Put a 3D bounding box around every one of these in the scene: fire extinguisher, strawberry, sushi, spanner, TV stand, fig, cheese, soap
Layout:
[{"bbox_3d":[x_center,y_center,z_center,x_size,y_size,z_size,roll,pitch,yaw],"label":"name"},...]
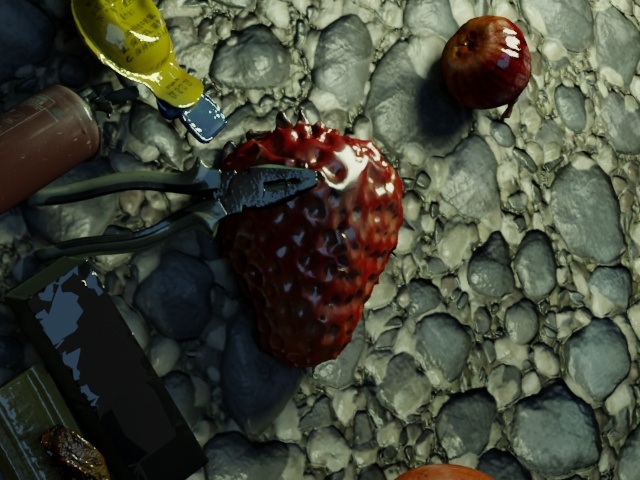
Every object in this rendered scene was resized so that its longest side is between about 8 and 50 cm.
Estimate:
[{"bbox_3d":[-0.319,-0.096,1.719,0.269,0.105,0.105,-36,102,-33],"label":"fire extinguisher"},{"bbox_3d":[-0.011,-0.014,1.885,0.253,0.150,0.280,37,63,-23],"label":"strawberry"},{"bbox_3d":[-0.262,0.236,1.690,0.099,0.050,0.047,40,56,-12],"label":"sushi"},{"bbox_3d":[-0.162,-0.040,1.777,0.324,0.040,0.096,-11,88,-8],"label":"spanner"},{"bbox_3d":[-0.232,0.152,1.730,0.088,0.082,0.269,-36,107,-22],"label":"TV stand"},{"bbox_3d":[0.223,-0.218,2.090,0.128,0.128,0.150,-32,106,-33],"label":"fig"},{"bbox_3d":[-0.201,-0.213,1.815,0.250,0.064,0.156,49,33,-6],"label":"cheese"},{"bbox_3d":[-0.283,0.261,1.725,0.092,0.037,0.252,-32,100,-34],"label":"soap"}]

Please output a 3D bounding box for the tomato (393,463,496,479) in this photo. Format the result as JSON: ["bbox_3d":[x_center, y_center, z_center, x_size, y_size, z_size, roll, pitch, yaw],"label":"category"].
[{"bbox_3d":[0.148,0.370,1.903,0.208,0.184,0.208,1,88,-31],"label":"tomato"}]
